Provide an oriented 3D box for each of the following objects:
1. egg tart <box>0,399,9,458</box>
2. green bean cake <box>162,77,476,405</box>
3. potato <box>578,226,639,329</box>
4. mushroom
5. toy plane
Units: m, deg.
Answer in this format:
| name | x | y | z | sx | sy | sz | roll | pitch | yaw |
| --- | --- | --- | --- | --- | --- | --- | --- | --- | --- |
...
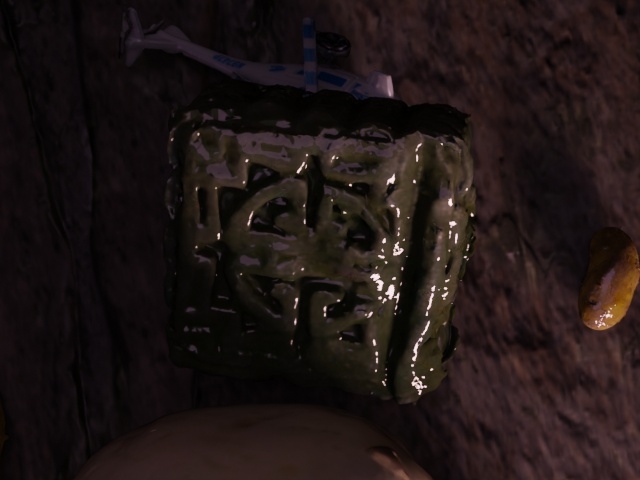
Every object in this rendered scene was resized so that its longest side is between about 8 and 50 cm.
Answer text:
| name | x | y | z | sx | sy | sz | roll | pitch | yaw |
| --- | --- | --- | --- | --- | --- | --- | --- | --- | --- |
| egg tart | -0.417 | 0.184 | 1.268 | 0.290 | 0.115 | 0.290 | -1 | 77 | 5 |
| green bean cake | 0.000 | 0.000 | 1.204 | 0.255 | 0.132 | 0.241 | 9 | 107 | 5 |
| potato | 0.250 | 0.033 | 1.254 | 0.046 | 0.045 | 0.092 | 4 | 75 | 43 |
| mushroom | -0.047 | 0.297 | 1.144 | 0.314 | 0.314 | 0.336 | -11 | 100 | 4 |
| toy plane | -0.041 | -0.134 | 1.307 | 0.273 | 0.107 | 0.182 | 10 | 125 | 26 |
